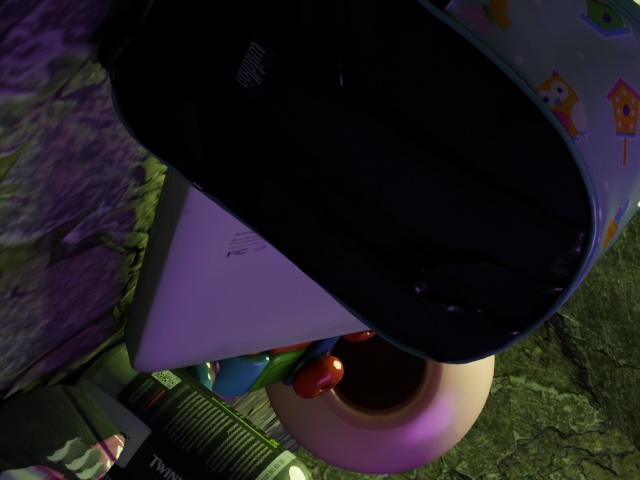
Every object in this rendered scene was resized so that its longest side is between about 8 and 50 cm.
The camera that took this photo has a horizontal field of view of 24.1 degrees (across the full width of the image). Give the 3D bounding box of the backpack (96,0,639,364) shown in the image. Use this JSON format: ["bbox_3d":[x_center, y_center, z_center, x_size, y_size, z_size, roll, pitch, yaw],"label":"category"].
[{"bbox_3d":[0.036,-0.057,0.549,0.144,0.188,0.166,-36,168,-40],"label":"backpack"}]

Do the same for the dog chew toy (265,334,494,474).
[{"bbox_3d":[0.053,0.102,1.405,0.206,0.206,0.332,-43,179,2],"label":"dog chew toy"}]

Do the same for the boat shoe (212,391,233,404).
[{"bbox_3d":[-0.108,0.137,1.337,0.133,0.042,0.049,-27,141,-62],"label":"boat shoe"}]

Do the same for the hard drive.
[{"bbox_3d":[0.000,0.000,0.866,0.203,0.040,0.307,-10,162,-16],"label":"hard drive"}]

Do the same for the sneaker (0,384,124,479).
[{"bbox_3d":[-0.205,0.148,0.906,0.178,0.072,0.077,-26,174,-39],"label":"sneaker"}]

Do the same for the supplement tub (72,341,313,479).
[{"bbox_3d":[-0.087,0.163,1.007,0.117,0.190,0.117,-51,169,-14],"label":"supplement tub"}]

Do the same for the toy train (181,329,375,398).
[{"bbox_3d":[-0.025,0.034,1.066,0.143,0.105,0.248,-18,157,-37],"label":"toy train"}]
